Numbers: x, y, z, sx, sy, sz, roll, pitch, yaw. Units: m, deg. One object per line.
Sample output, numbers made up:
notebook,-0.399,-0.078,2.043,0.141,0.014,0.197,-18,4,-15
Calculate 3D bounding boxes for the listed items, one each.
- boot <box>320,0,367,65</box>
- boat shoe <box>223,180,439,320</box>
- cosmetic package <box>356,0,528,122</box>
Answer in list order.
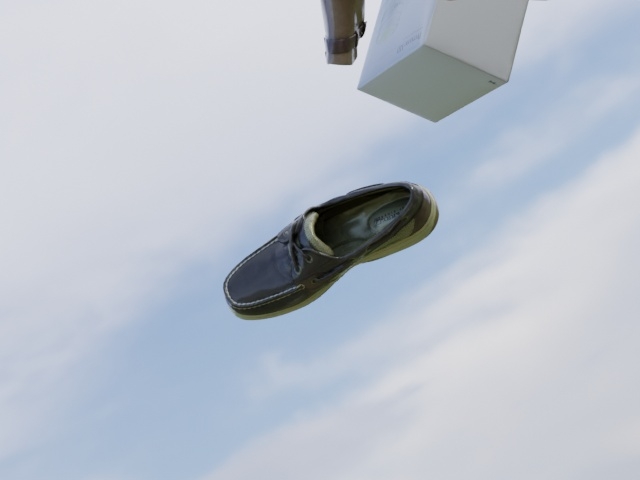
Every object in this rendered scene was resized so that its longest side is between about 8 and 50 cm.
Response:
boot,0.016,-0.184,1.460,0.042,0.087,0.118,4,2,12
boat shoe,0.001,0.001,1.701,0.223,0.080,0.073,-25,-26,9
cosmetic package,0.174,-0.307,2.463,0.138,0.224,0.224,20,-18,-18
